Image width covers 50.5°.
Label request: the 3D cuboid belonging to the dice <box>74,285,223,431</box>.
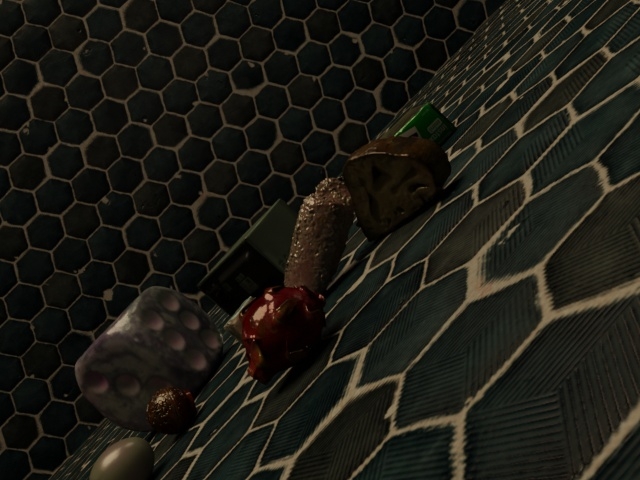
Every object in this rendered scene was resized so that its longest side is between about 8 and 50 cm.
[{"bbox_3d":[-0.435,0.302,1.748,0.271,0.270,0.270,-43,8,24],"label":"dice"}]

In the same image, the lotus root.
[{"bbox_3d":[0.123,-0.104,1.246,0.261,0.170,0.074,-29,21,52],"label":"lotus root"}]

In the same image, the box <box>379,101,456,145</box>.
[{"bbox_3d":[0.225,-0.249,1.714,0.180,0.103,0.250,-46,8,3],"label":"box"}]

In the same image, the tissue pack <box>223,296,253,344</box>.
[{"bbox_3d":[-0.182,0.198,1.667,0.094,0.074,0.059,-53,12,-29],"label":"tissue pack"}]

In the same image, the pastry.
[{"bbox_3d":[-0.001,-0.004,1.336,0.112,0.103,0.264,30,-103,-79],"label":"pastry"}]

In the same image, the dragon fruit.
[{"bbox_3d":[-0.065,0.139,1.053,0.165,0.133,0.136,-58,0,-11],"label":"dragon fruit"}]

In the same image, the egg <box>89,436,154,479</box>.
[{"bbox_3d":[-0.377,0.439,1.294,0.135,0.103,0.103,-47,6,-19],"label":"egg"}]

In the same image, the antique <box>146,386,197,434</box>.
[{"bbox_3d":[-0.315,0.357,1.422,0.104,0.104,0.104,-45,7,7],"label":"antique"}]

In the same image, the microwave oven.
[{"bbox_3d":[-0.171,0.066,1.921,0.295,0.181,0.237,-40,11,42],"label":"microwave oven"}]
